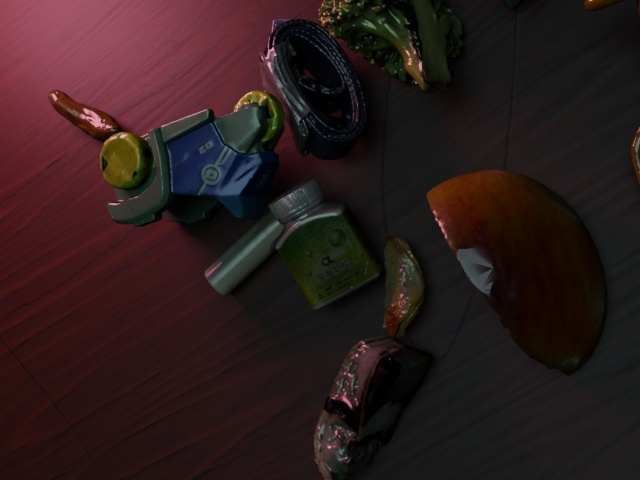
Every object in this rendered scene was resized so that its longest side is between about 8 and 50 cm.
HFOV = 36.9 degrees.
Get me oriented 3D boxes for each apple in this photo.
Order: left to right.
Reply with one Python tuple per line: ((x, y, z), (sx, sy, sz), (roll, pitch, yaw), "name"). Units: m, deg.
((0.304, 0.036, 1.444), (0.254, 0.179, 0.346), (-25, 73, -24), "apple")

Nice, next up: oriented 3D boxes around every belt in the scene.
((-0.016, -0.246, 1.600), (0.139, 0.126, 0.230), (-27, 83, -16), "belt")

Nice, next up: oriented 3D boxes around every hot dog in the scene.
((0.138, 0.077, 1.544), (0.078, 0.061, 0.169), (-13, 72, 56), "hot dog")

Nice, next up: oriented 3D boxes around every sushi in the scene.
((0.057, 0.276, 1.534), (0.109, 0.134, 0.273), (36, 111, 33), "sushi")

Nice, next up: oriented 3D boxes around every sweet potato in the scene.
((-0.438, -0.230, 1.793), (0.182, 0.054, 0.053), (29, 127, 18), "sweet potato")

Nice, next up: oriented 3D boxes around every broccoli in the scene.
((0.103, -0.330, 1.534), (0.180, 0.242, 0.273), (-21, 69, 38), "broccoli")

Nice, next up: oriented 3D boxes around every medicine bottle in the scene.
((-0.098, -0.001, 1.641), (0.231, 0.059, 0.059), (-42, 72, 11), "medicine bottle")
((0.000, 0.000, 1.559), (0.132, 0.088, 0.188), (-30, 97, 14), "medicine bottle")

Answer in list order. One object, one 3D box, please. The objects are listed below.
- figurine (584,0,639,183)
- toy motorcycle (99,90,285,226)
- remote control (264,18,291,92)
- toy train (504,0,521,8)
((0.573, -0.253, 1.324), (0.401, 0.268, 0.387), (-33, 76, 18), "figurine")
((-0.187, -0.114, 1.591), (0.326, 0.191, 0.200), (-15, 85, 30), "toy motorcycle")
((-0.072, -0.314, 1.687), (0.043, 0.027, 0.153), (5, 84, 24), "remote control")
((0.260, -0.497, 1.521), (0.115, 0.154, 0.269), (-46, 71, 10), "toy train")
